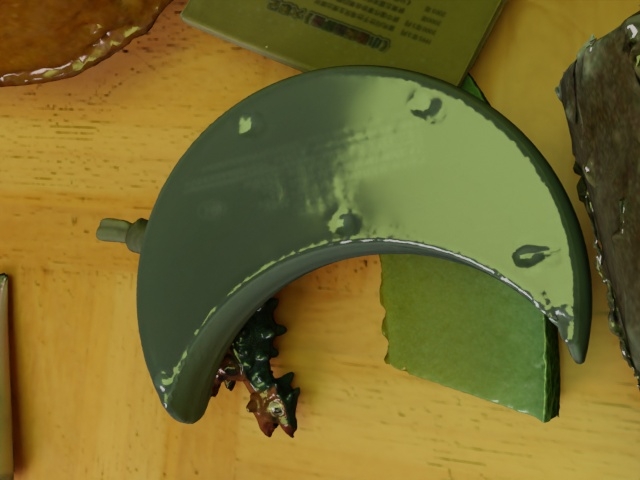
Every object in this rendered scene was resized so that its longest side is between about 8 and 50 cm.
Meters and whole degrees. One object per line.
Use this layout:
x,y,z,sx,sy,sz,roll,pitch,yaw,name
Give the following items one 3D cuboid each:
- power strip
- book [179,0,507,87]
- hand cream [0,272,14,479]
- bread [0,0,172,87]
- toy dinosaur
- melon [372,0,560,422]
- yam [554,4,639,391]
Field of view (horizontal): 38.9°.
0.000,0.000,0.457,0.253,0.054,0.167,-10,82,18,power strip
0.034,-0.177,0.512,0.168,0.013,0.192,25,80,17,book
-0.224,0.096,0.589,0.061,0.039,0.143,-15,73,23,hand cream
-0.205,-0.239,0.531,0.312,0.172,0.312,-2,84,15,bread
-0.052,0.046,0.526,0.055,0.049,0.154,-25,84,17,toy dinosaur
0.065,-0.022,0.508,0.114,0.053,0.261,-23,75,33,melon
0.239,0.051,0.345,0.241,0.241,0.348,-22,77,15,yam
